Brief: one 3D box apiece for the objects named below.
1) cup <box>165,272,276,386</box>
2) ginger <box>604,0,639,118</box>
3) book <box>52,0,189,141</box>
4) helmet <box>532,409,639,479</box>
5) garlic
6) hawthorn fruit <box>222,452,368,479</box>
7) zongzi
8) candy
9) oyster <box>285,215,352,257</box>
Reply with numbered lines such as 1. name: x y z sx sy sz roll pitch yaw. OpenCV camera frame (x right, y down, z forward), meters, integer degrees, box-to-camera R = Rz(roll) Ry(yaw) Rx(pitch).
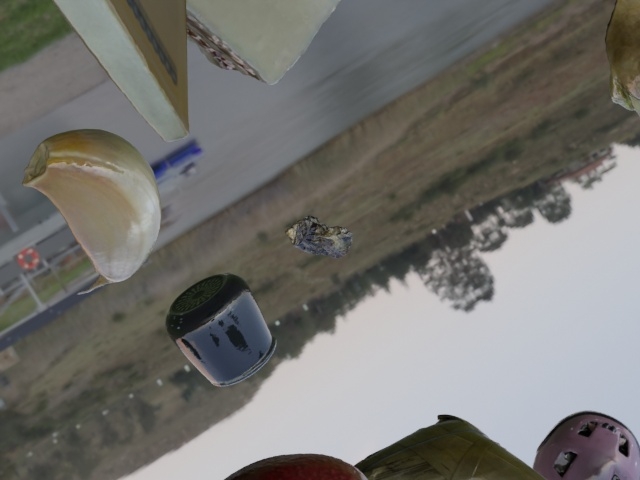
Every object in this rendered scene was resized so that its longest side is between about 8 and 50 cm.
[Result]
1. cup: -0.174 0.152 1.616 0.169 0.177 0.223 -25 -160 22
2. ginger: 0.452 -0.278 1.171 0.115 0.193 0.122 14 166 -28
3. book: -0.145 -0.287 0.551 0.032 0.389 0.269 -13 147 11
4. helmet: 0.501 0.450 1.648 0.253 0.198 0.154 -66 165 3
5. garlic: -0.297 -0.046 1.187 0.164 0.245 0.145 -30 -139 -19
6. hawthorn fruit: -0.038 0.258 0.709 0.188 0.169 0.169 6 177 -8
7. zongzi: 0.190 0.368 1.293 0.228 0.115 0.256 -22 -157 -23
8. candy: -0.123 -0.323 0.947 0.135 0.320 0.179 29 -94 42
9. oyster: -0.003 -0.001 1.072 0.019 0.083 0.054 -67 172 -53
